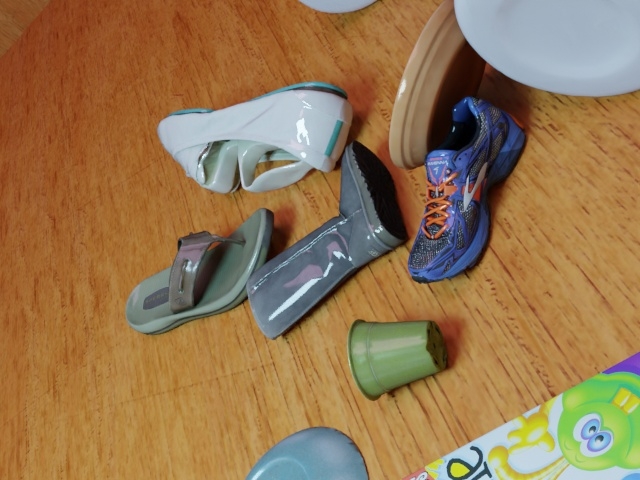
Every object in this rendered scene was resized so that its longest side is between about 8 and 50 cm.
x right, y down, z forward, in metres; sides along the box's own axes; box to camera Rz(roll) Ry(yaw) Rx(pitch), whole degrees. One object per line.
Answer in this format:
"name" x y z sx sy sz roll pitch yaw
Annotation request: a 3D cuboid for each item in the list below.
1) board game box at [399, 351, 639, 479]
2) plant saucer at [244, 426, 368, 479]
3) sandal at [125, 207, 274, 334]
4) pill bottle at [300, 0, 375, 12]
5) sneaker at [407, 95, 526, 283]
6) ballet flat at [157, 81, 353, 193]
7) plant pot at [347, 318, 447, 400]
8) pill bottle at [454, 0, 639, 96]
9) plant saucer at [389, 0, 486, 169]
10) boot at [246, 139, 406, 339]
"board game box" 0.199 0.198 0.633 0.275 0.142 0.144 -35 38 24
"plant saucer" -0.037 0.275 0.935 0.195 0.037 0.195 -30 42 31
"sandal" -0.177 0.046 1.250 0.302 0.086 0.120 -29 42 31
"pill bottle" 0.017 -0.514 1.417 0.188 0.188 0.334 -34 39 26
"sneaker" 0.137 -0.056 0.972 0.083 0.087 0.221 -1 60 50
"ballet flat" -0.116 -0.131 1.312 0.400 0.139 0.139 -3 58 47
"plant pot" 0.080 0.111 0.913 0.079 0.083 0.083 -16 48 25
"pill bottle" 0.295 -0.370 0.931 0.229 0.229 0.408 -4 58 48
"plant saucer" 0.136 -0.168 1.007 0.037 0.200 0.200 23 77 19
"boot" -0.002 -0.002 1.114 0.208 0.076 0.190 -41 34 28
